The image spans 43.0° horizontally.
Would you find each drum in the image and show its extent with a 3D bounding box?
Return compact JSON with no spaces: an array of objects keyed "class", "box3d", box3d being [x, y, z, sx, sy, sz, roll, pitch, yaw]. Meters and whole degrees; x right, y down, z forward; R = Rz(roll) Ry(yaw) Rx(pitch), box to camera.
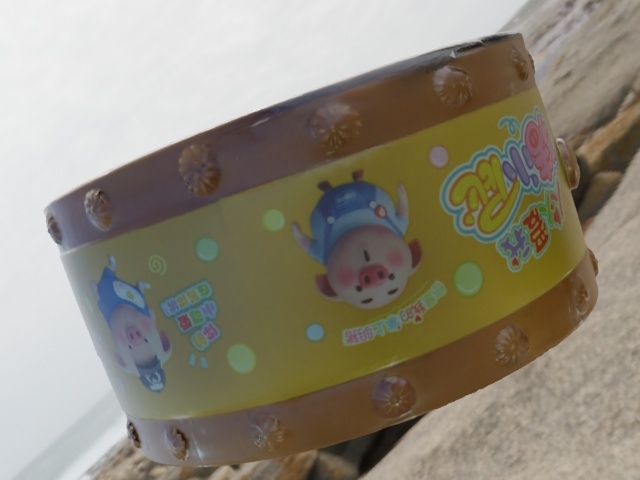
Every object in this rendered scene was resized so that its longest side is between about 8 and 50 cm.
[{"class":"drum","box3d":[0.000,0.000,0.688,0.430,0.214,0.431,-21,6,2]}]
